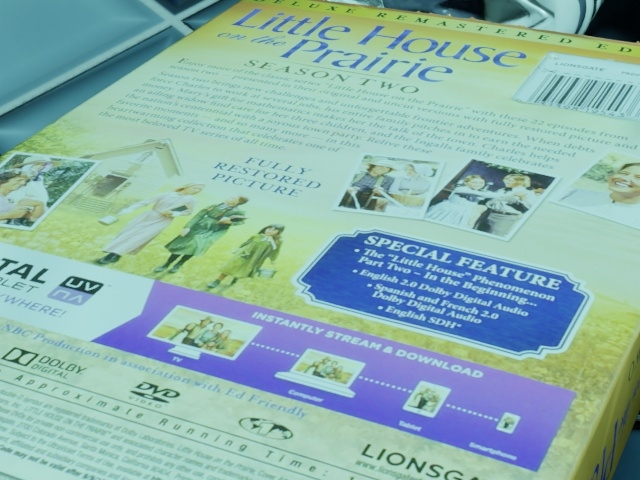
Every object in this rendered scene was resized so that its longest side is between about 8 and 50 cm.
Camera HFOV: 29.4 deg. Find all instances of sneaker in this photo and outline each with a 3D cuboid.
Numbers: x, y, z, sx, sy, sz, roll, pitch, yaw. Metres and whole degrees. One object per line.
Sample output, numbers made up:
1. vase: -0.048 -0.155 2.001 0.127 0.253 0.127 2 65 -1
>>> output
1. sneaker: 0.090 -0.179 0.818 0.235 0.094 0.153 9 26 36

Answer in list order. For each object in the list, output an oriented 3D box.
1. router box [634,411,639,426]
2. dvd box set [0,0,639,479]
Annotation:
1. router box: 0.168 0.040 0.647 0.092 0.038 0.122 -1 48 0
2. dvd box set: 0.000 0.000 0.537 0.307 0.062 0.420 13 34 22
